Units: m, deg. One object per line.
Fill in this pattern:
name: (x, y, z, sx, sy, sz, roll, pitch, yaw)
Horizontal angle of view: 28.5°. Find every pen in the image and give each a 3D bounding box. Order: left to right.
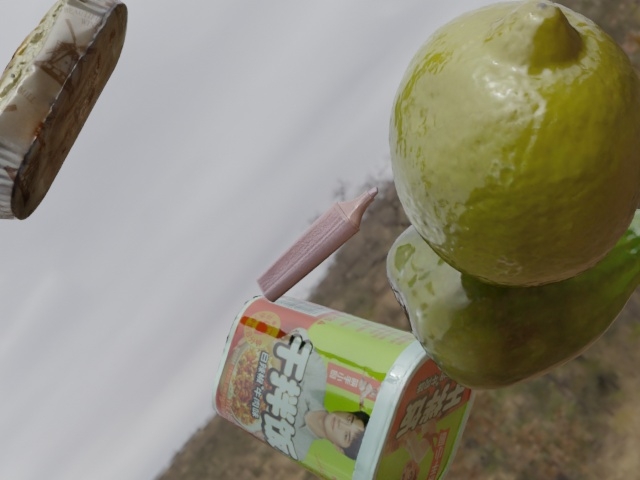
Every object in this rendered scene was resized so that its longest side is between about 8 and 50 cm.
pen: (0.000, 0.000, 1.593, 0.197, 0.032, 0.053, -42, 42, 10)

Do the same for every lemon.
lemon: (0.136, -0.058, 0.871, 0.184, 0.184, 0.248, -47, -32, -26)

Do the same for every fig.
fig: (0.173, 0.043, 1.087, 0.234, 0.167, 0.167, -2, -24, -18)

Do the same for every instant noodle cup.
instant noodle cup: (0.027, 0.220, 1.833, 0.294, 0.308, 0.293, -34, -45, -43)

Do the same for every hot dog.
hot dog: (-0.268, -0.134, 1.228, 0.144, 0.075, 0.268, 107, -175, -60)
